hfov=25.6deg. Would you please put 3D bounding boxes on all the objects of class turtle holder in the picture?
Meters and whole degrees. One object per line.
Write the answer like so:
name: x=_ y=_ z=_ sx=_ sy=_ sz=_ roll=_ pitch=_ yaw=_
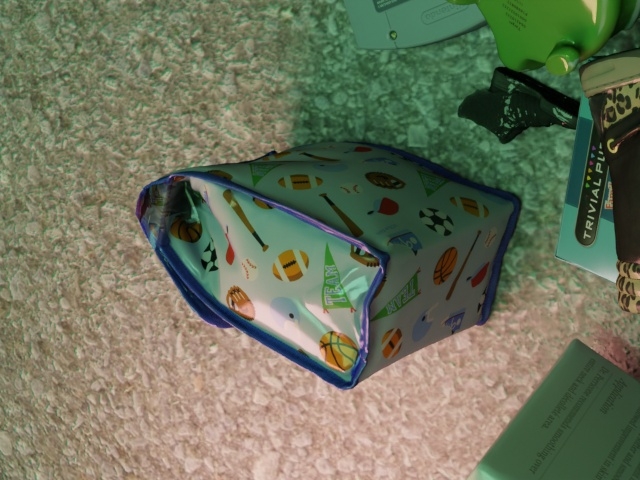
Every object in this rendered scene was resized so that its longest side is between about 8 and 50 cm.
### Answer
turtle holder: x=0.281 y=-0.308 z=1.538 sx=0.243 sy=0.227 sz=0.320 roll=25 pitch=144 yaw=50

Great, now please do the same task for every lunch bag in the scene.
lunch bag: x=0.000 y=0.000 z=1.826 sx=0.385 sy=0.328 sz=0.238 roll=27 pitch=117 yaw=28

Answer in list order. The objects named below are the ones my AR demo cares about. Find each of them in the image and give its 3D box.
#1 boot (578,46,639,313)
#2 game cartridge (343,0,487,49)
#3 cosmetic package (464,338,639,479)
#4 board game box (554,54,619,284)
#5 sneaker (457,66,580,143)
boot: x=0.412 y=-0.065 z=1.411 sx=0.377 sy=0.138 sz=0.284 roll=0 pitch=96 yaw=57
game cartridge: x=0.150 y=-0.355 z=1.785 sx=0.297 sy=0.062 sz=0.198 roll=-16 pitch=96 yaw=40
cosmetic package: x=0.330 y=0.398 z=1.624 sx=0.394 sy=0.329 sz=0.327 roll=35 pitch=124 yaw=13
board game box: x=0.427 y=-0.047 z=1.580 sx=0.336 sy=0.079 sz=0.253 roll=29 pitch=120 yaw=47
sneaker: x=0.252 y=-0.156 z=1.762 sx=0.170 sy=0.051 sz=0.089 roll=36 pitch=122 yaw=31
